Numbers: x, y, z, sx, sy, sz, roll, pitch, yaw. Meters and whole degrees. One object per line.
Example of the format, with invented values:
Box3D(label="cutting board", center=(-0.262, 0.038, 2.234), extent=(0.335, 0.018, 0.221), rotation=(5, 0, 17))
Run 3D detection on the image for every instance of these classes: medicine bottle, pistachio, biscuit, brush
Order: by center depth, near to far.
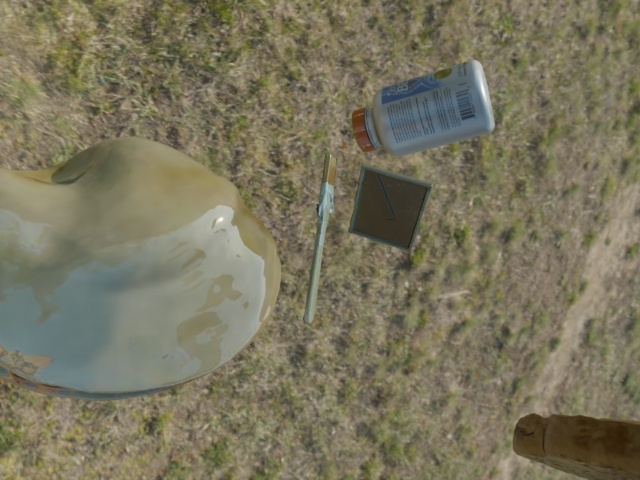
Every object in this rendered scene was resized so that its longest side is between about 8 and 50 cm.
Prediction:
Box3D(label="biscuit", center=(0.400, 0.253, 0.611), extent=(0.381, 0.358, 0.074), rotation=(62, 40, -61))
Box3D(label="pistachio", center=(-0.272, 0.030, 0.777), extent=(0.444, 0.281, 0.366), rotation=(2, 65, -20))
Box3D(label="brush", center=(0.000, 0.000, 1.113), extent=(0.085, 0.020, 0.337), rotation=(3, 96, -77))
Box3D(label="medicine bottle", center=(0.217, -0.274, 1.221), extent=(0.157, 0.288, 0.157), rotation=(-12, 90, -68))

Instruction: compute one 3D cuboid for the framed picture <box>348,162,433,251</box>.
Box3D(label="framed picture", center=(0.105, -0.047, 0.875), extent=(0.149, 0.109, 0.011), rotation=(99, 12, -48))
